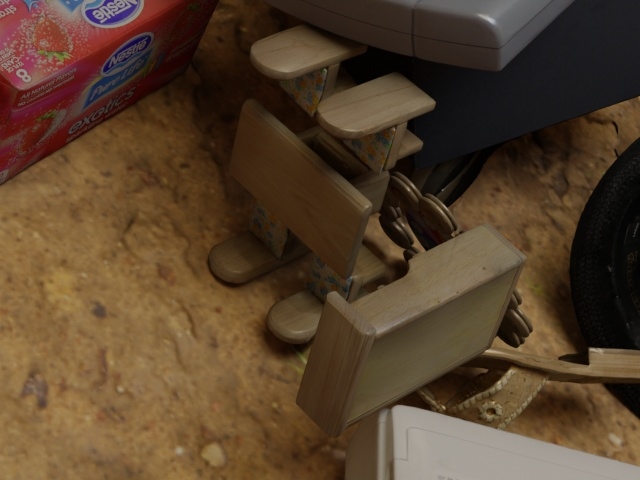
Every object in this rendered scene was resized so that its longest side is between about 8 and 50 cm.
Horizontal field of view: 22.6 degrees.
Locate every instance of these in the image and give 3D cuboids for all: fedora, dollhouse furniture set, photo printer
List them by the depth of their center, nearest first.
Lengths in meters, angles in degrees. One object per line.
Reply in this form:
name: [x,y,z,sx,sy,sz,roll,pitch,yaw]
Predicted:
photo printer: [0.166,0.266,1.137,0.307,0.107,0.256,15,49,-16]
dollhouse furniture set: [0.000,0.000,1.169,0.161,0.212,0.242,-25,55,-36]
fedora: [0.384,0.034,1.373,0.334,0.334,0.152,38,16,5]

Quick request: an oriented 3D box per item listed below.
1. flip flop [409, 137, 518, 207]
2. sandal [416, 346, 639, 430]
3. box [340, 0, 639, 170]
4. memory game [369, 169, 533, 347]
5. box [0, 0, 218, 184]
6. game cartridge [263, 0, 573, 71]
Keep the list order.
flip flop: [0.143,-0.126,1.460,0.080,0.112,0.277,29,50,17]
sandal: [0.147,0.125,1.262,0.240,0.088,0.079,2,80,-10]
box: [0.166,-0.265,1.402,0.343,0.179,0.312,-20,47,-15]
memory game: [0.099,0.015,1.271,0.012,0.186,0.186,-41,77,-12]
box: [-0.207,-0.167,1.285,0.122,0.128,0.257,42,46,10]
game cartridge: [0.051,-0.231,1.212,0.297,0.062,0.198,26,48,28]
